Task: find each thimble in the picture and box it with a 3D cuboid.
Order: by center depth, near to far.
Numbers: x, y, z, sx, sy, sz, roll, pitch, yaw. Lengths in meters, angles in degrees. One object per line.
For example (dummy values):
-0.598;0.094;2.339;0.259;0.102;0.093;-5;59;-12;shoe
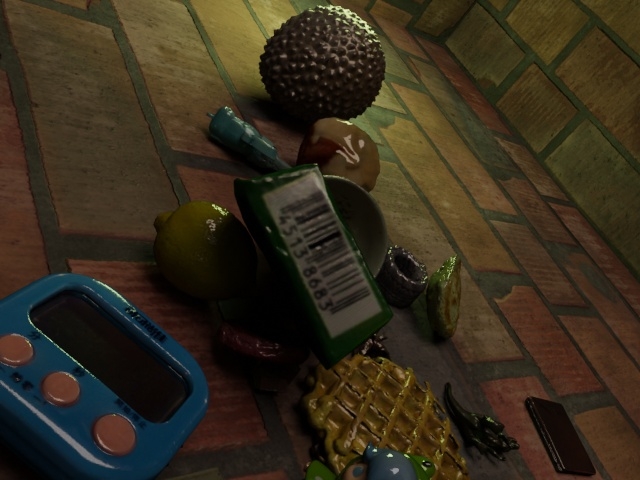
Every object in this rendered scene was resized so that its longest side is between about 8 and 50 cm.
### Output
0.208;0.095;1.724;0.150;0.098;0.150;26;35;-20;thimble

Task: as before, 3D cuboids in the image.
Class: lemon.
-0.220;0.026;1.287;0.248;0.184;0.184;39;31;-10;lemon

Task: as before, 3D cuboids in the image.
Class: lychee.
0.007;-0.550;2.082;0.432;0.380;0.380;-29;70;-29;lychee

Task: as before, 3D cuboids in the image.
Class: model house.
-0.083;0.262;1.254;0.083;0.057;0.058;16;32;-34;model house

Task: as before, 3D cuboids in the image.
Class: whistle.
-0.192;-0.262;1.765;0.274;0.093;0.186;34;6;-15;whistle

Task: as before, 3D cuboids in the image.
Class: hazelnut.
0.046;-0.212;1.851;0.261;0.241;0.261;10;71;-29;hazelnut

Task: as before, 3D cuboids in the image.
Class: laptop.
0.627;0.513;1.710;0.154;0.026;0.207;19;38;-33;laptop

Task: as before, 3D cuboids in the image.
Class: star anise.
0.107;0.217;1.498;0.124;0.056;0.129;9;59;-33;star anise

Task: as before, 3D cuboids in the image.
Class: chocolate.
-0.022;0.036;1.257;0.360;0.161;0.341;64;-6;-1;chocolate

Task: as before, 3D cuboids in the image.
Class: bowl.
0.000;0.000;1.541;0.289;0.146;0.289;3;83;-21;bowl

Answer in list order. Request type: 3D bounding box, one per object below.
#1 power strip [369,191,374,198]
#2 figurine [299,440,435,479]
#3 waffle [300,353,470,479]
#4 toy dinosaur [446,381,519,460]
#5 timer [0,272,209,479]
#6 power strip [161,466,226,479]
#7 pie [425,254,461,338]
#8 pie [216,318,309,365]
0.103;-0.174;2.003;0.075;0.042;0.175;9;43;-38;power strip
0.057;0.414;1.051;0.162;0.263;0.143;-90;167;-46;figurine
0.138;0.384;1.307;0.382;0.095;0.380;14;39;-39;waffle
0.366;0.441;1.536;0.187;0.087;0.179;45;-8;-20;toy dinosaur
-0.344;0.209;0.975;0.340;0.115;0.309;40;25;0;timer
-0.240;0.397;0.942;0.268;0.034;0.092;3;48;-45;power strip
0.328;0.151;1.734;0.090;0.201;0.248;5;20;15;pie
-0.108;0.195;1.246;0.182;0.049;0.182;16;2;-1;pie
